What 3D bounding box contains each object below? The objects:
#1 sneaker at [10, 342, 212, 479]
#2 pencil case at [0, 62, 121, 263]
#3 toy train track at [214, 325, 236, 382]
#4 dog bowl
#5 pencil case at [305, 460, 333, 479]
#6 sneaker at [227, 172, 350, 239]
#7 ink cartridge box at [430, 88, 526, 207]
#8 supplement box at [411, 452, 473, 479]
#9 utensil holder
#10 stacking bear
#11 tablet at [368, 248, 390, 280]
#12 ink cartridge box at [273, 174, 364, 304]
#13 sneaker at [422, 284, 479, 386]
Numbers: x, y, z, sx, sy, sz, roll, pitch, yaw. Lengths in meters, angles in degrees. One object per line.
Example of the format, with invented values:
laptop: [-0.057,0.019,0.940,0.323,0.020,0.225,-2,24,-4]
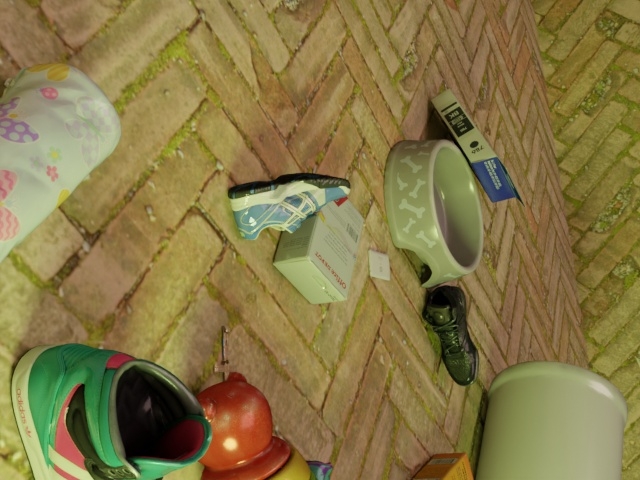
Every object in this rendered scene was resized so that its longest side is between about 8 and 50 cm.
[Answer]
sneaker: [-0.185,0.237,0.743,0.124,0.179,0.295,-34,111,-57]
pencil case: [-0.306,-0.066,0.703,0.124,0.114,0.273,51,39,-23]
toy train track: [-0.128,0.160,1.022,0.048,0.014,0.083,16,67,-57]
dog bowl: [0.267,-0.069,1.659,0.349,0.102,0.348,27,58,-53]
pencil case: [-0.015,0.402,1.084,0.070,0.065,0.151,20,64,-38]
sneaker: [-0.045,-0.058,1.136,0.211,0.080,0.081,-13,106,-30]
ink cartridge box: [0.377,-0.213,1.780,0.165,0.065,0.332,50,13,-44]
supplement box: [0.223,0.493,1.435,0.233,0.080,0.078,-16,93,-57]
utensil holder: [0.517,0.525,1.681,0.327,0.328,0.385,57,40,-32]
stacking bear: [-0.084,0.313,0.921,0.175,0.164,0.288,-33,104,-57]
tablet: [0.118,0.049,1.468,0.083,0.006,0.054,16,67,-56]
ink cartridge box: [0.000,0.000,1.223,0.127,0.072,0.175,50,42,-39]
sneaker: [0.282,0.208,1.615,0.130,0.087,0.227,13,67,-55]
